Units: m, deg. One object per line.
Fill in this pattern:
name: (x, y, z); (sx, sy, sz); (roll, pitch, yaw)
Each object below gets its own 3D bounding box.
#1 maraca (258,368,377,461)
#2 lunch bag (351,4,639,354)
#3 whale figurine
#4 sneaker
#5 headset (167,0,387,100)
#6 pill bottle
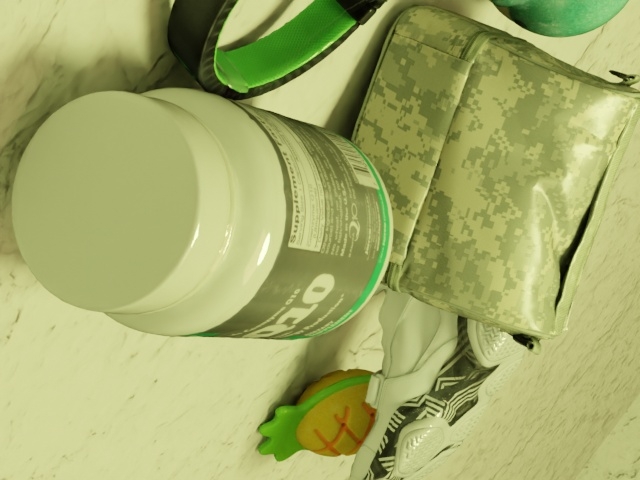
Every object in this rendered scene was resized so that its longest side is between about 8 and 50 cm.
maraca: (0.011, 0.216, 2.247); (0.185, 0.099, 0.127); (-17, 138, -17)
lunch bag: (0.176, -0.064, 1.911); (0.212, 0.256, 0.305); (1, 111, -65)
whale figurine: (0.262, -0.320, 1.930); (0.216, 0.141, 0.272); (-49, 156, -14)
sneaker: (0.107, 0.122, 2.152); (0.137, 0.210, 0.366); (-1, 131, -56)
headset: (0.046, -0.257, 1.530); (0.394, 0.185, 0.243); (-49, 160, 17)
pill bottle: (-0.093, -0.019, 1.563); (0.204, 0.204, 0.361); (-59, 157, 10)
